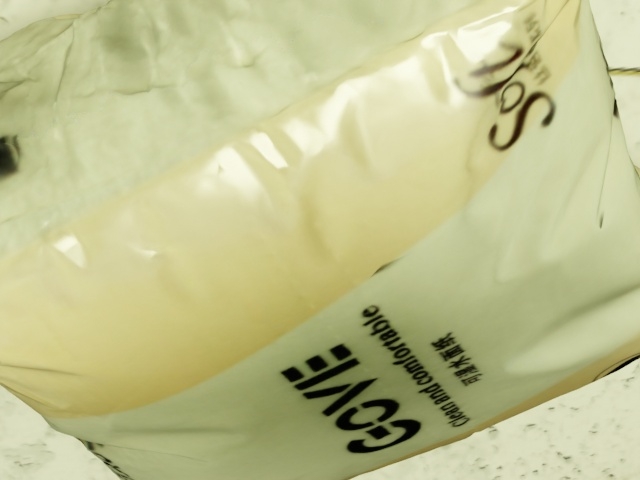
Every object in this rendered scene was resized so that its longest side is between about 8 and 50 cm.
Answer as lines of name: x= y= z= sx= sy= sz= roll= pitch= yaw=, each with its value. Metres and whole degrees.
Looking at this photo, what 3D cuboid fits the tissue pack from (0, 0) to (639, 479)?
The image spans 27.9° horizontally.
tissue pack: x=0.000 y=0.000 z=0.690 sx=0.390 sy=0.195 sz=0.375 roll=-26 pitch=141 yaw=11
